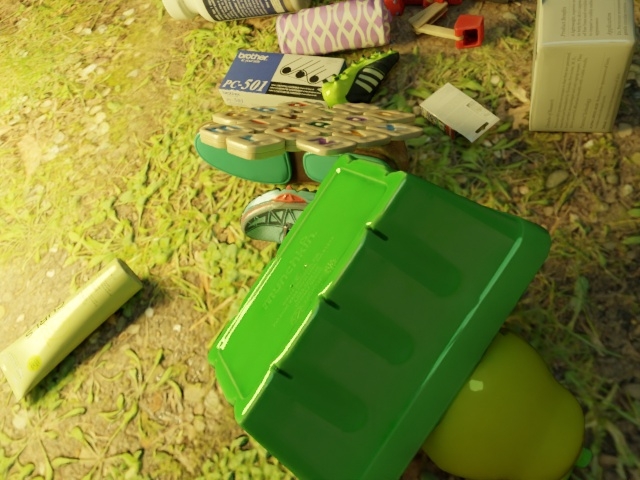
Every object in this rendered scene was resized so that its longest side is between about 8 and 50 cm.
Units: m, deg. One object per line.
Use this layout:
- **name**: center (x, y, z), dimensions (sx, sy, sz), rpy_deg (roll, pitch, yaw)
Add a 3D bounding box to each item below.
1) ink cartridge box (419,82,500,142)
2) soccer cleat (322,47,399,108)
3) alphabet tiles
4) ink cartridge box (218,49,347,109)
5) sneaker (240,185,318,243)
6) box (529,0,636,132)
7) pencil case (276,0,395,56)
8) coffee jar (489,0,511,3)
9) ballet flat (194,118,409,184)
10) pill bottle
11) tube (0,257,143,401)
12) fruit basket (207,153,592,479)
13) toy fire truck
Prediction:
- **ink cartridge box**: center (0.215, -0.192, 1.000), dimensions (0.063, 0.029, 0.115), rpy_deg (-39, 59, -9)
- **soccer cleat**: center (0.071, -0.261, 1.067), dimensions (0.179, 0.072, 0.060), rpy_deg (-39, 29, -31)
- **alphabet tiles**: center (-0.012, -0.154, 0.881), dimensions (0.284, 0.021, 0.278), rpy_deg (-18, 28, -35)
- **ink cartridge box**: center (-0.064, -0.273, 1.115), dimensions (0.207, 0.046, 0.097), rpy_deg (11, 63, 21)
- **sneaker**: center (0.000, 0.000, 0.904), dimensions (0.261, 0.104, 0.125), rpy_deg (4, 64, 18)
- **box**: center (0.366, -0.279, 0.918), dimensions (0.118, 0.182, 0.181), rpy_deg (4, 62, 16)
- **pencil case**: center (0.025, -0.372, 1.126), dimensions (0.206, 0.086, 0.088), rpy_deg (-4, 34, 12)
- **coffee jar**: center (0.331, -0.495, 1.116), dimensions (0.096, 0.079, 0.184), rpy_deg (26, 70, 27)
- **ballet flat**: center (-0.024, -0.151, 1.006), dimensions (0.342, 0.116, 0.124), rpy_deg (9, 43, 20)
- **pill bottle**: center (-0.158, -0.492, 1.206), dimensions (0.264, 0.153, 0.153), rpy_deg (-3, 60, 14)
- **tube**: center (-0.375, 0.126, 0.963), dimensions (0.240, 0.062, 0.070), rpy_deg (-41, 18, -5)
- **fruit basket**: center (0.114, 0.130, 0.729), dimensions (0.392, 0.392, 0.283), rpy_deg (-38, 24, -8)
- **toy fire truck**: center (0.192, -0.399, 1.117), dimensions (0.191, 0.047, 0.135), rpy_deg (8, 64, 20)
